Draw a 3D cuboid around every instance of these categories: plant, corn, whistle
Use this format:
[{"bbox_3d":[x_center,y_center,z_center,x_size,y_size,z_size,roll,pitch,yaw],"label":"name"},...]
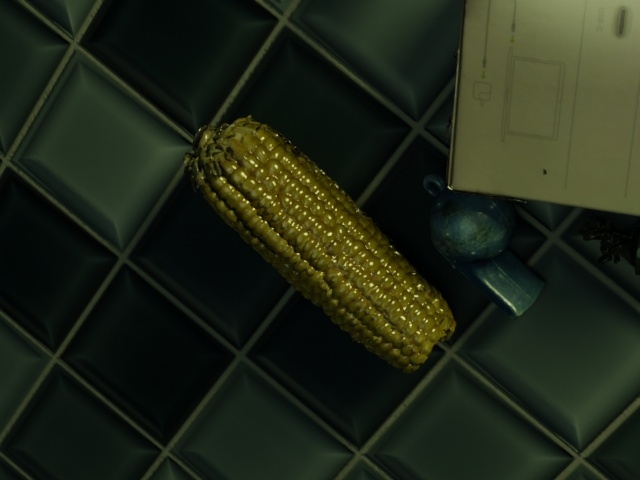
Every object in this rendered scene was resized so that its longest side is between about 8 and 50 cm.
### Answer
[{"bbox_3d":[0.284,0.005,1.196,0.102,0.051,0.051,12,113,21],"label":"plant"},{"bbox_3d":[-0.001,0.000,1.273,0.318,0.115,0.115,44,118,-2],"label":"corn"},{"bbox_3d":[0.156,-0.006,1.222,0.158,0.090,0.090,43,118,1],"label":"whistle"}]

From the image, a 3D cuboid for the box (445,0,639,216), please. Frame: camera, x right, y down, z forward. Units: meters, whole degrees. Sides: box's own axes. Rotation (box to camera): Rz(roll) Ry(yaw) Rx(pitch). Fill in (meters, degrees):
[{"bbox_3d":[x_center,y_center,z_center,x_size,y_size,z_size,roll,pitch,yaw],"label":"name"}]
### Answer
[{"bbox_3d":[0.244,-0.134,1.127,0.251,0.106,0.203,9,112,19],"label":"box"}]
